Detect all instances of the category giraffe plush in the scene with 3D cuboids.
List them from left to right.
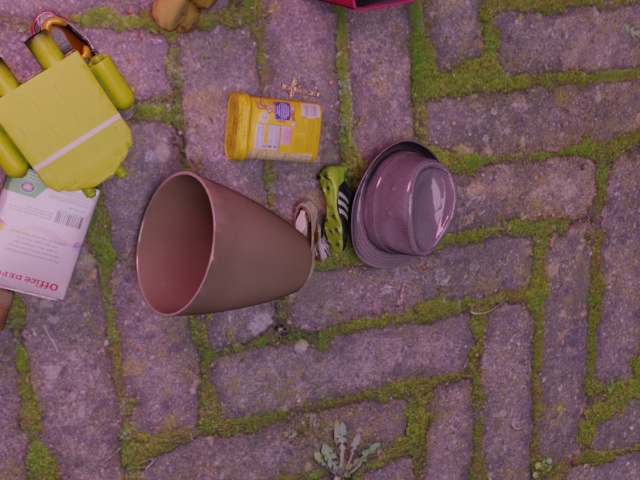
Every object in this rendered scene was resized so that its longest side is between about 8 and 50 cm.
[{"bbox_3d":[-0.264,-0.472,1.360,0.170,0.210,0.181,40,90,3],"label":"giraffe plush"}]

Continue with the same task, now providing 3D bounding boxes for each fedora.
[{"bbox_3d":[0.190,-0.063,1.647,0.243,0.124,0.275,12,94,-35],"label":"fedora"}]

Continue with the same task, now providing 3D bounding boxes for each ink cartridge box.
[{"bbox_3d":[-0.494,-0.018,1.411,0.154,0.093,0.212,18,94,-25],"label":"ink cartridge box"}]

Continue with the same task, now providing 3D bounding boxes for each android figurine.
[{"bbox_3d":[-0.420,-0.195,1.318,0.248,0.056,0.273,-37,119,-10],"label":"android figurine"}]

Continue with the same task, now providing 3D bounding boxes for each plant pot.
[{"bbox_3d":[-0.158,0.026,1.499,0.274,0.256,0.256,12,99,-41],"label":"plant pot"}]

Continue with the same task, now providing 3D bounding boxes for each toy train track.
[{"bbox_3d":[-0.036,-0.291,1.572,0.083,0.014,0.048,7,101,-25],"label":"toy train track"}]

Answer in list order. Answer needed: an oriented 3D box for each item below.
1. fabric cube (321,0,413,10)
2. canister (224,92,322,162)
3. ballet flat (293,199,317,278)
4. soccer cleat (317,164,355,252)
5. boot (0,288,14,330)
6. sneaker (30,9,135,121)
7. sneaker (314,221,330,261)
[{"bbox_3d":[0.107,-0.559,1.411,0.259,0.258,0.254,-15,116,-18],"label":"fabric cube"},{"bbox_3d":[-0.089,-0.211,1.539,0.170,0.073,0.126,1,104,-24],"label":"canister"},{"bbox_3d":[-0.040,0.002,1.623,0.057,0.052,0.168,6,99,17],"label":"ballet flat"},{"bbox_3d":[0.040,-0.065,1.635,0.072,0.060,0.179,-14,102,-37],"label":"soccer cleat"},{"bbox_3d":[-0.674,0.132,1.377,0.248,0.090,0.207,31,88,-30],"label":"boot"},{"bbox_3d":[-0.403,-0.288,1.376,0.088,0.093,0.225,-45,117,-7],"label":"sneaker"},{"bbox_3d":[0.000,0.000,1.660,0.037,0.032,0.083,-20,110,-41],"label":"sneaker"}]
